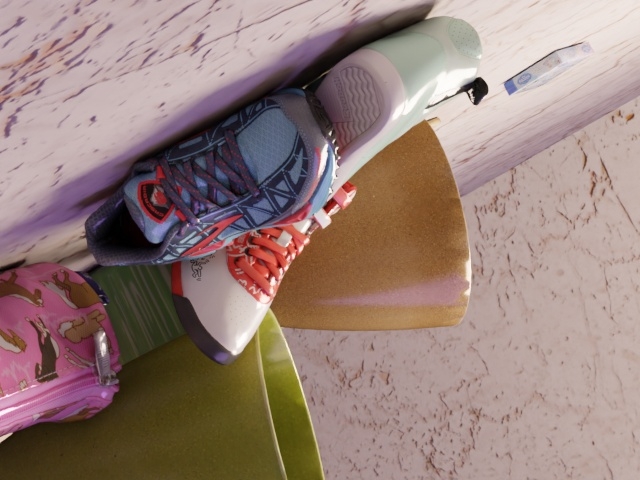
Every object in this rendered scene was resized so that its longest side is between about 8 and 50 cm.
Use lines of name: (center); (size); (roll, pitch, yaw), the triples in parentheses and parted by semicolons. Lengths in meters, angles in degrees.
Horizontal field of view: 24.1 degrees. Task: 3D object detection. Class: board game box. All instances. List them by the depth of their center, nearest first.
board game box: (0.292, -0.219, 1.916); (0.090, 0.020, 0.090); (-30, 175, 38)

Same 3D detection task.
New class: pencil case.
pencil case: (-0.322, 0.120, 1.258); (0.167, 0.160, 0.386); (-29, 175, 26)

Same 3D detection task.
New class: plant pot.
plant pot: (-0.163, 0.231, 1.494); (0.293, 0.275, 0.275); (-15, 177, 6)
plant pot: (0.000, 0.000, 1.610); (0.254, 0.237, 0.237); (-11, 172, -12)

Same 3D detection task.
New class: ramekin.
ramekin: (-0.167, 0.079, 1.779); (0.303, 0.148, 0.303); (-27, 175, -2)

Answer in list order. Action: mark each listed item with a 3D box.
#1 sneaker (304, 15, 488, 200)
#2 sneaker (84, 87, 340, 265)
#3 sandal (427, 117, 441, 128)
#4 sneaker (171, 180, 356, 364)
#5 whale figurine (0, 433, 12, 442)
sneaker: (0.037, -0.103, 1.266); (0.151, 0.094, 0.256); (-28, 178, -36)
sneaker: (-0.093, -0.034, 1.210); (0.125, 0.104, 0.262); (-20, 171, -47)
sandal: (0.063, -0.069, 1.892); (0.240, 0.079, 0.088); (-26, 176, -19)
sneaker: (-0.046, -0.010, 1.367); (0.145, 0.090, 0.270); (-32, -156, 23)
whale figurine: (-0.473, 0.228, 2.009); (0.272, 0.141, 0.216); (-52, -177, -16)
